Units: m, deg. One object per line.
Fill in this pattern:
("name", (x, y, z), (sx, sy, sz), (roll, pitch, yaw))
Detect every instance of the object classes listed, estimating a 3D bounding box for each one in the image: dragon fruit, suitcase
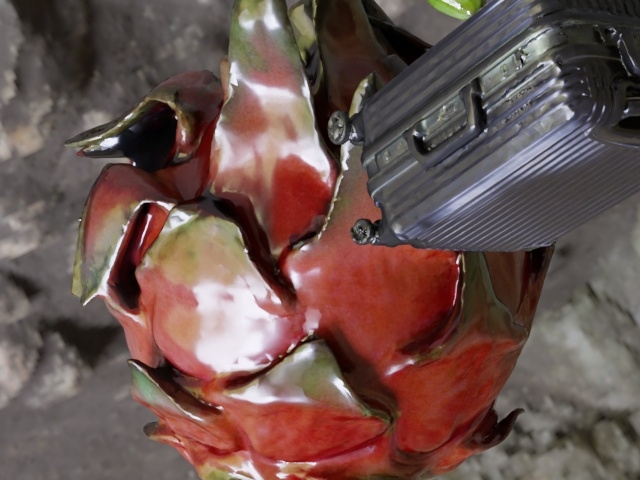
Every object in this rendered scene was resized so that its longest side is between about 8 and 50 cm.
("dragon fruit", (0.000, 0.000, 0.671), (0.193, 0.192, 0.274), (-6, 108, -36))
("suitcase", (0.069, -0.040, 0.515), (0.086, 0.059, 0.126), (0, 158, -35))

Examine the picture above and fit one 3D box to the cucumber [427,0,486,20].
("cucumber", (0.054, -0.235, 1.004), (0.056, 0.250, 0.056), (-10, 145, -7))
